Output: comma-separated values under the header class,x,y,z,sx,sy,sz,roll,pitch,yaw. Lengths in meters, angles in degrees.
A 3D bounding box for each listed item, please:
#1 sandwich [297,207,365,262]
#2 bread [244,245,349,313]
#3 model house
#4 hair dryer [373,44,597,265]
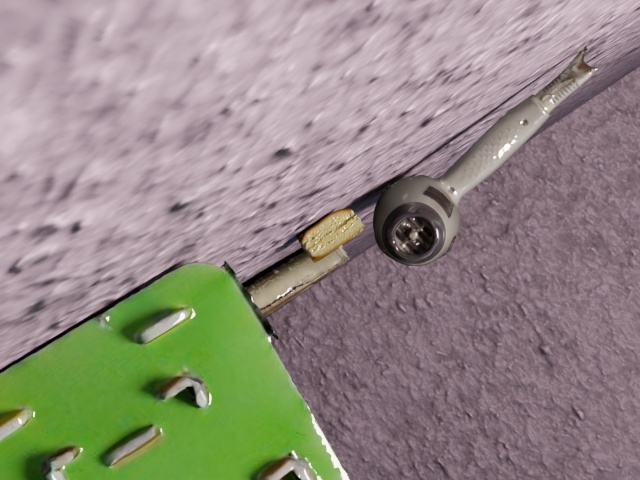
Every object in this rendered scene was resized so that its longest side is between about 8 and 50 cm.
class,x,y,z,sx,sy,sz,roll,pitch,yaw
sandwich,0.000,0.000,0.878,0.044,0.031,0.083,-33,177,-45
bread,-0.081,0.077,1.096,0.267,0.040,0.267,-33,177,-2
model house,-0.168,0.228,0.672,0.340,0.300,0.324,-32,-175,-19
hair dryer,0.154,-0.079,0.985,0.267,0.092,0.229,-43,-176,-3
